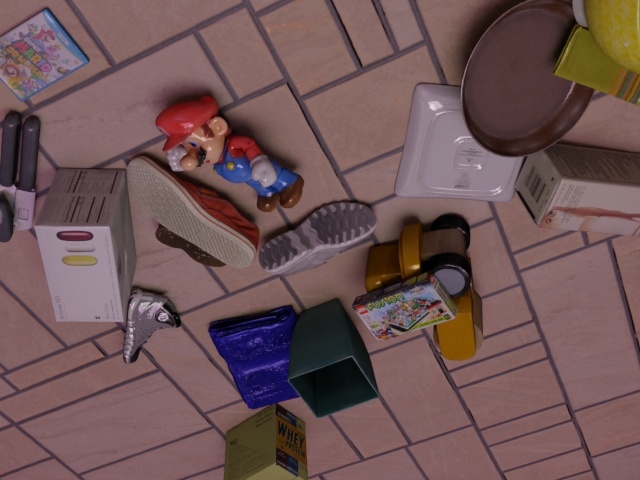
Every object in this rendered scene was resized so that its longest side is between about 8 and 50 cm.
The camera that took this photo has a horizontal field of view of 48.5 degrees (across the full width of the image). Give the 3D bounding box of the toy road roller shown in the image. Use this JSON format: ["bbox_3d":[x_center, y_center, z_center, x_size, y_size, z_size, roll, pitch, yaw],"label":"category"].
[{"bbox_3d":[0.240,0.112,1.648,0.240,0.202,0.330,-7,124,16],"label":"toy road roller"}]

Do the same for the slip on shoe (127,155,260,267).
[{"bbox_3d":[-0.269,-0.070,1.527,0.331,0.101,0.123,36,135,-13],"label":"slip on shoe"}]

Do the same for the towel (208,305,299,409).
[{"bbox_3d":[-0.139,0.316,1.849,0.227,0.076,0.308,-13,128,7],"label":"towel"}]

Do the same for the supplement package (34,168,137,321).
[{"bbox_3d":[-0.485,0.012,1.501,0.145,0.204,0.262,1,129,-4],"label":"supplement package"}]

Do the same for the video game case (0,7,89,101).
[{"bbox_3d":[-0.538,-0.346,1.335,0.166,0.015,0.119,-25,126,14],"label":"video game case"}]

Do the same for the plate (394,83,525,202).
[{"bbox_3d":[0.315,-0.190,1.506,0.277,0.045,0.278,2,128,-7],"label":"plate"}]

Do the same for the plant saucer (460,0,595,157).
[{"bbox_3d":[0.397,-0.313,1.367,0.310,0.050,0.311,-10,122,-17],"label":"plant saucer"}]

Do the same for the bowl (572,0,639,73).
[{"bbox_3d":[0.539,-0.433,1.240,0.156,0.289,0.289,14,144,43],"label":"bowl"}]

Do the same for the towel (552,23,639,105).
[{"bbox_3d":[0.563,-0.338,1.380,0.237,0.021,0.102,10,112,-26],"label":"towel"}]

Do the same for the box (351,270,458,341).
[{"bbox_3d":[0.182,0.146,1.550,0.207,0.036,0.114,-24,112,37],"label":"box"}]

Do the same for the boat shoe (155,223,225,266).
[{"bbox_3d":[-0.282,-0.001,1.596,0.178,0.060,0.064,29,131,-21],"label":"boat shoe"}]

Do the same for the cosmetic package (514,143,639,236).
[{"bbox_3d":[0.588,-0.106,1.510,0.296,0.153,0.129,5,128,-13],"label":"cosmetic package"}]

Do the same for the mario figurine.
[{"bbox_3d":[-0.197,-0.147,1.423,0.320,0.170,0.198,34,120,-29],"label":"mario figurine"}]

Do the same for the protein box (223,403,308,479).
[{"bbox_3d":[-0.154,0.609,1.999,0.200,0.201,0.136,-35,123,21],"label":"protein box"}]

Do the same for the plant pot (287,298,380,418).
[{"bbox_3d":[0.026,0.268,1.723,0.165,0.234,0.165,-22,127,14],"label":"plant pot"}]

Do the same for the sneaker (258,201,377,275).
[{"bbox_3d":[0.000,0.000,1.619,0.281,0.105,0.115,-22,156,10],"label":"sneaker"}]

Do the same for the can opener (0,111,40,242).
[{"bbox_3d":[-0.626,-0.119,1.455,0.076,0.095,0.283,12,127,-14],"label":"can opener"}]

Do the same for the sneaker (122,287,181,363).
[{"bbox_3d":[-0.414,0.222,1.751,0.132,0.086,0.229,7,126,-13],"label":"sneaker"}]
